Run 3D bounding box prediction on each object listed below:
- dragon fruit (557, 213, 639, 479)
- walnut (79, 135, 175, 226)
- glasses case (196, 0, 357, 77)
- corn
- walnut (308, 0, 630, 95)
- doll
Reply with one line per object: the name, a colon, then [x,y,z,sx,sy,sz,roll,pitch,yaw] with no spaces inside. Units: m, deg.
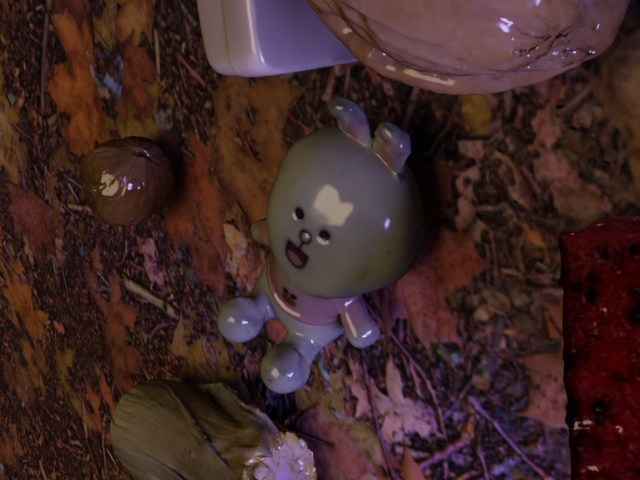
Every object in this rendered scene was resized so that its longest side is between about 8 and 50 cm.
dragon fruit: [0.247,0.140,0.436,0.205,0.152,0.317,-13,56,31]
walnut: [-0.217,-0.065,0.951,0.124,0.105,0.105,-29,82,52]
glasses case: [-0.035,-0.282,0.621,0.070,0.131,0.312,10,112,47]
corn: [-0.128,0.232,0.945,0.305,0.123,0.122,3,129,49]
walnut: [0.072,-0.188,0.485,0.245,0.198,0.198,47,136,17]
doll: [0.007,-0.001,0.713,0.155,0.113,0.275,41,126,20]
